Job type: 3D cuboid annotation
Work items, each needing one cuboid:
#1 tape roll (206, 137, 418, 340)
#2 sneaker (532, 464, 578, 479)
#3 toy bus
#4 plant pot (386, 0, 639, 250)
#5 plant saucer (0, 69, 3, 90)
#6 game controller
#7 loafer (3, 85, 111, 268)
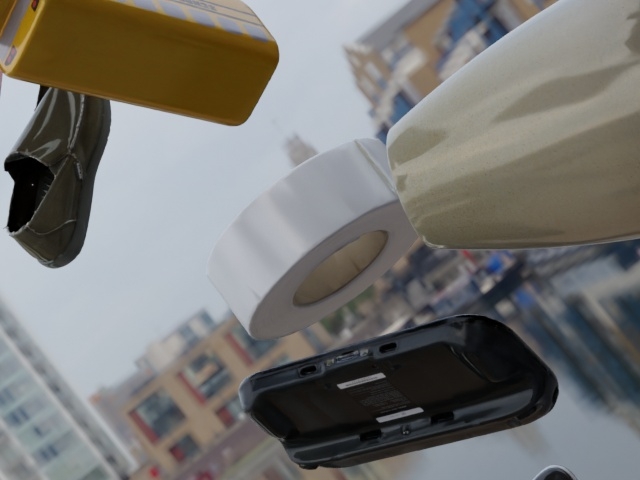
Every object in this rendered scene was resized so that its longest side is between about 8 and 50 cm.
[{"bbox_3d":[0.000,0.000,1.815,0.286,0.100,0.286,-32,-19,-13],"label":"tape roll"},{"bbox_3d":[0.270,0.387,1.860,0.234,0.084,0.097,-56,-17,-21],"label":"sneaker"},{"bbox_3d":[-0.212,-0.206,1.389,0.333,0.130,0.108,9,-56,-39],"label":"toy bus"},{"bbox_3d":[0.211,-0.094,1.367,0.274,0.256,0.256,-20,3,19],"label":"plant pot"},{"bbox_3d":[-0.471,-0.209,1.579,0.259,0.259,0.047,0,-49,-7],"label":"plant saucer"},{"bbox_3d":[0.073,0.155,1.456,0.319,0.166,0.067,-19,36,31],"label":"game controller"},{"bbox_3d":[-0.302,-0.098,1.636,0.094,0.251,0.087,-12,-23,35],"label":"loafer"}]
